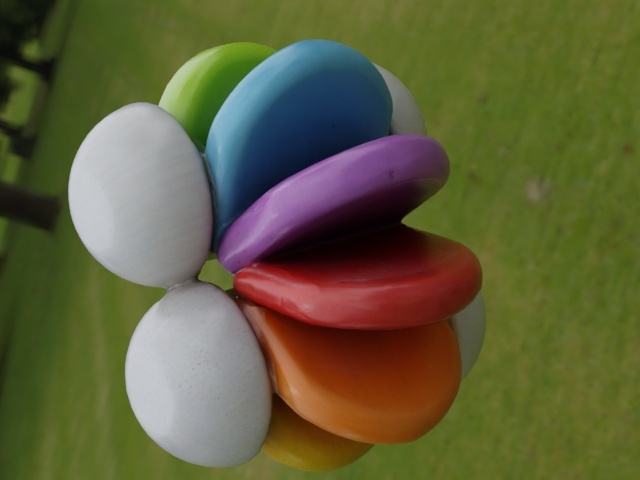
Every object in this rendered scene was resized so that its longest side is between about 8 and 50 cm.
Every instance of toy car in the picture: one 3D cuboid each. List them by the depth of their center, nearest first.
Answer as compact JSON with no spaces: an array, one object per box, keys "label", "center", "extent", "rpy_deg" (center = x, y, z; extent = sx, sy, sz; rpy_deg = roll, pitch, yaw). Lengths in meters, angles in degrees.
[{"label":"toy car","center":[0.000,0.000,0.683],"extent":[0.136,0.159,0.182],"rpy_deg":[-22,84,56]}]
